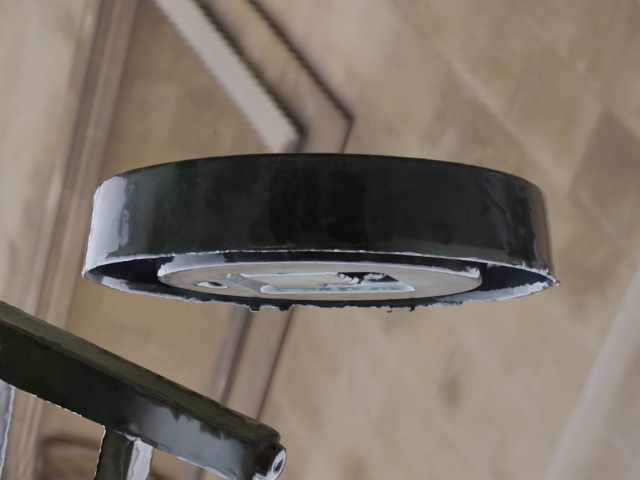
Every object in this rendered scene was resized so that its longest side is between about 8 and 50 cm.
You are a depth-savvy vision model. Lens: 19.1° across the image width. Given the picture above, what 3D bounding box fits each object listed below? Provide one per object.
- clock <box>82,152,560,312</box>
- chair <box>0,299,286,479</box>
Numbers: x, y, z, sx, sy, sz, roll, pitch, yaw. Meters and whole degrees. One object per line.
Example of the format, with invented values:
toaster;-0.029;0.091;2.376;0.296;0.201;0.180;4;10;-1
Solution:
clock;0.000;0.000;1.541;0.386;0.386;0.076;4;-99;-18
chair;-0.166;0.087;0.625;0.270;0.147;0.136;23;-158;25
